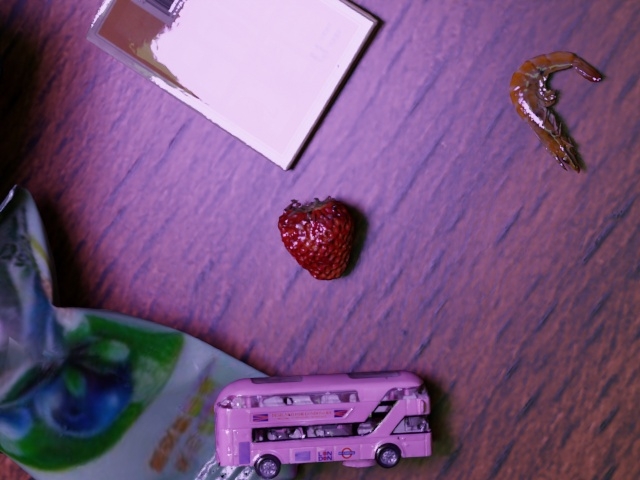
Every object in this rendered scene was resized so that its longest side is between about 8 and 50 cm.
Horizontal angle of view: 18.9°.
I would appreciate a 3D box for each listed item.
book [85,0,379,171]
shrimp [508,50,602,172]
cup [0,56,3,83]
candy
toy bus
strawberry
[{"bbox_3d":[-0.086,-0.201,1.830,0.241,0.018,0.170,34,101,9],"label":"book"},{"bbox_3d":[0.226,-0.121,1.762,0.083,0.023,0.114,-30,83,10],"label":"shrimp"},{"bbox_3d":[-0.439,-0.061,1.725,0.242,0.308,0.292,21,67,-13],"label":"cup"},{"bbox_3d":[-0.217,0.156,1.813,0.398,0.172,0.263,37,97,-2],"label":"candy"},{"bbox_3d":[0.003,0.169,1.782,0.203,0.063,0.090,-2,98,-8],"label":"toy bus"},{"bbox_3d":[0.000,0.000,1.801,0.073,0.073,0.083,-12,104,13],"label":"strawberry"}]
